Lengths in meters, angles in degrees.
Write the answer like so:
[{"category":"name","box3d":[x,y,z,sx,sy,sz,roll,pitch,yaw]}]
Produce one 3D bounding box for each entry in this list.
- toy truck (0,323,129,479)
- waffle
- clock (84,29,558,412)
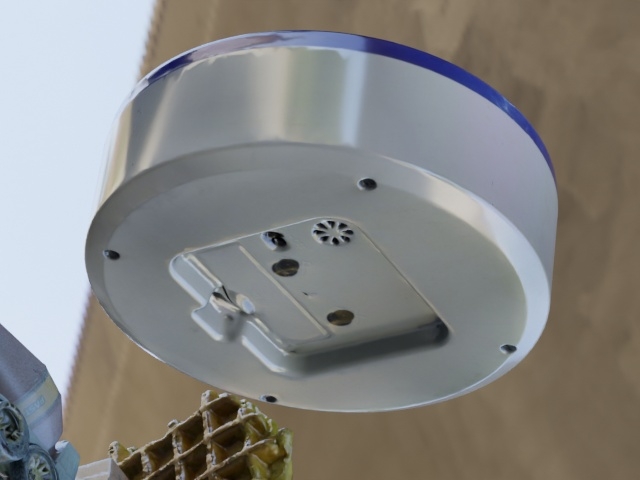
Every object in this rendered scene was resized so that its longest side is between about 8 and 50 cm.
[{"category":"toy truck","box3d":[-0.212,0.155,1.162,0.108,0.140,0.257,-19,-56,21]},{"category":"waffle","box3d":[-0.152,0.280,1.708,0.301,0.058,0.281,-15,-133,35]},{"category":"clock","box3d":[0.000,0.000,0.820,0.230,0.230,0.083,128,-21,-51]}]
